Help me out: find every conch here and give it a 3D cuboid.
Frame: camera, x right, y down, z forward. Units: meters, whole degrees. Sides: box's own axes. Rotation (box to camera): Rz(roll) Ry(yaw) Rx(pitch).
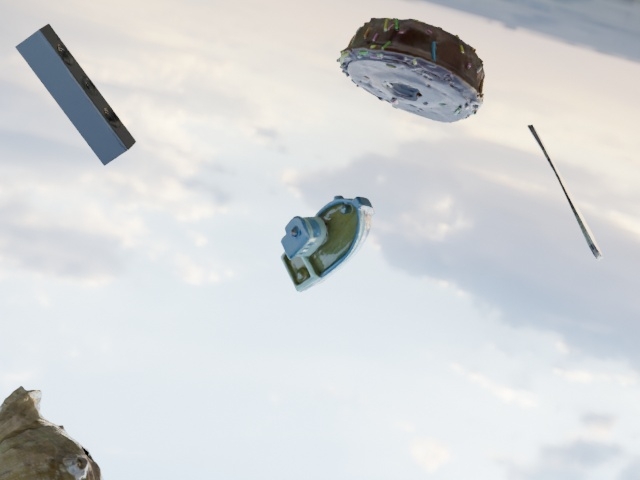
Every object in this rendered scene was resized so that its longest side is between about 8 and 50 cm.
[{"bbox_3d":[-0.396,0.366,1.974,0.186,0.324,0.263,-2,145,17],"label":"conch"}]

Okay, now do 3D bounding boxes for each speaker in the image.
[{"bbox_3d":[-0.318,-0.189,1.784,0.191,0.046,0.040,54,-161,-13],"label":"speaker"}]

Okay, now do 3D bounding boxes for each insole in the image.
[{"bbox_3d":[0.376,-0.077,2.113,0.110,0.012,0.309,48,-163,-42],"label":"insole"}]

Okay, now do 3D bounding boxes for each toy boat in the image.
[{"bbox_3d":[0.000,0.000,2.065,0.102,0.215,0.088,-6,-119,-47],"label":"toy boat"}]

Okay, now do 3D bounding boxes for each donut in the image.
[{"bbox_3d":[0.143,-0.263,2.079,0.235,0.089,0.235,18,168,4],"label":"donut"}]
